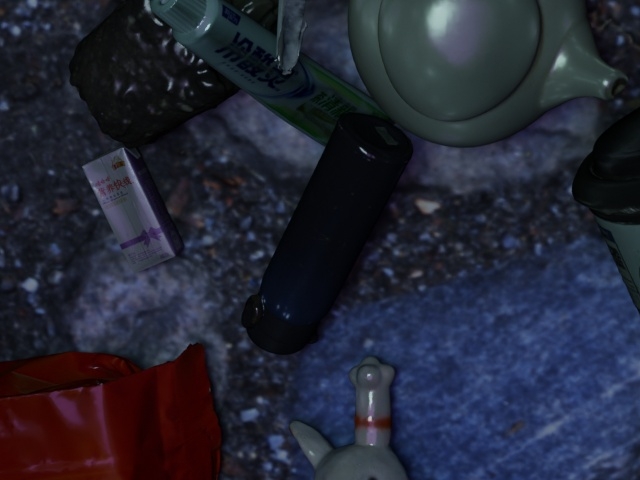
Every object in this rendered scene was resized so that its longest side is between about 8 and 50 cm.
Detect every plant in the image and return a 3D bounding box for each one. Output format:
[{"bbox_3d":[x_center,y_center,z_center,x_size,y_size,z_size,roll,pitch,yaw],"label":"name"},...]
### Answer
[{"bbox_3d":[-0.121,-0.173,1.187,0.194,0.132,0.129,-35,98,20],"label":"plant"}]

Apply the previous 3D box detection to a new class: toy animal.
[{"bbox_3d":[0.041,0.266,1.271,0.141,0.138,0.282,-15,100,16],"label":"toy animal"}]

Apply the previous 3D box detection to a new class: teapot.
[{"bbox_3d":[0.114,-0.234,1.128,0.220,0.149,0.318,-15,102,10],"label":"teapot"}]

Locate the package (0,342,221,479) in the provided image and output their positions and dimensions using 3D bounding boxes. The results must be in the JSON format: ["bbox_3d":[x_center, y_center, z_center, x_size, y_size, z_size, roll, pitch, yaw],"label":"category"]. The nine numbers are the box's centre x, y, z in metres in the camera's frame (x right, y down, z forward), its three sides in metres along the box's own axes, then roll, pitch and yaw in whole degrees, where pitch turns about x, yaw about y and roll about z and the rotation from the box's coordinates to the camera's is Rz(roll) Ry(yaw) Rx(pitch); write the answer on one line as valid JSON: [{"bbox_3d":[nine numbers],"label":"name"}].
[{"bbox_3d":[-0.311,0.217,1.319,0.424,0.123,0.196,-6,105,11],"label":"package"}]

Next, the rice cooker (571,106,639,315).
[{"bbox_3d":[0.357,-0.020,1.090,0.264,0.317,0.316,-9,107,52],"label":"rice cooker"}]

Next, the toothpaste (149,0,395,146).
[{"bbox_3d":[-0.033,-0.138,1.136,0.075,0.297,0.048,-46,49,12],"label":"toothpaste"}]

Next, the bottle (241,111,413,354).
[{"bbox_3d":[0.000,0.000,1.218,0.082,0.072,0.244,7,126,-28],"label":"bottle"}]

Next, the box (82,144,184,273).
[{"bbox_3d":[-0.178,-0.032,1.280,0.051,0.036,0.117,-21,99,13],"label":"box"}]

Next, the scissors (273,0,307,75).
[{"bbox_3d":[-0.008,-0.310,1.101,0.191,0.029,0.360,9,81,-21],"label":"scissors"}]
